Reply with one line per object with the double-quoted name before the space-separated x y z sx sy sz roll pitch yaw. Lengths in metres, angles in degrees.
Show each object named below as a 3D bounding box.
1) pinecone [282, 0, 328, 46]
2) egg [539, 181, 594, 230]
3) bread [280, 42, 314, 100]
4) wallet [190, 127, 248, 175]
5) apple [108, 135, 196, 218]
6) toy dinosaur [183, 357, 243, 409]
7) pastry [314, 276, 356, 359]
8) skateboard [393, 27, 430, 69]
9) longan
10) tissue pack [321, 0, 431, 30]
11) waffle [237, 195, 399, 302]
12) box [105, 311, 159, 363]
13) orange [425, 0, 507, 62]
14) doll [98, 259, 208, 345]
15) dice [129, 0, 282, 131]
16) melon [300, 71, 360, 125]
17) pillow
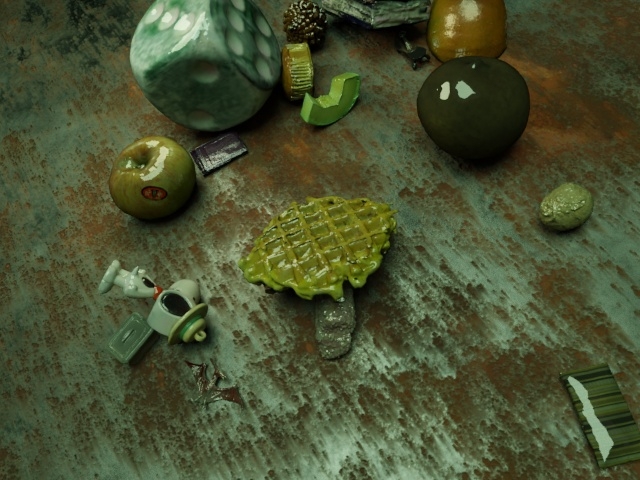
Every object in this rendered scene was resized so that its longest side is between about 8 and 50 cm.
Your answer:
"pinecone" -0.047 -0.742 1.752 0.173 0.173 0.174 -5 62 9
"egg" 0.615 -0.086 1.278 0.140 0.116 0.118 -28 33 -8
"bread" -0.078 -0.547 1.654 0.114 0.132 0.190 -9 58 -10
"wallet" -0.324 -0.284 1.630 0.166 0.030 0.111 -31 60 -6
"apple" -0.497 -0.185 1.522 0.260 0.194 0.261 -6 60 11
"toy dinosaur" -0.275 0.362 1.277 0.220 0.032 0.108 27 73 25
"pastry" 0.035 0.154 1.277 0.102 0.112 0.265 -2 62 2
"skateboard" 0.285 -0.630 1.658 0.067 0.080 0.151 -36 59 -1
"longan" 0.404 -0.358 1.375 0.297 0.297 0.297 -5 62 9
"tissue pack" 0.179 -0.789 1.694 0.245 0.123 0.332 -18 43 -24
"waffle" 0.000 0.000 1.300 0.382 0.095 0.380 3 38 28
"box" -0.494 0.264 1.357 0.089 0.062 0.122 30 71 24
"orange" 0.475 -0.704 1.654 0.274 0.274 0.310 4 95 14
"doll" -0.427 0.163 1.312 0.144 0.271 0.208 -59 30 26
"dice" -0.343 -0.563 1.565 0.348 0.330 0.328 -15 60 26
"melon" 0.029 -0.436 1.591 0.209 0.118 0.064 -29 46 -18
"pillow" 0.601 0.368 1.085 0.113 0.038 0.203 -13 61 1
